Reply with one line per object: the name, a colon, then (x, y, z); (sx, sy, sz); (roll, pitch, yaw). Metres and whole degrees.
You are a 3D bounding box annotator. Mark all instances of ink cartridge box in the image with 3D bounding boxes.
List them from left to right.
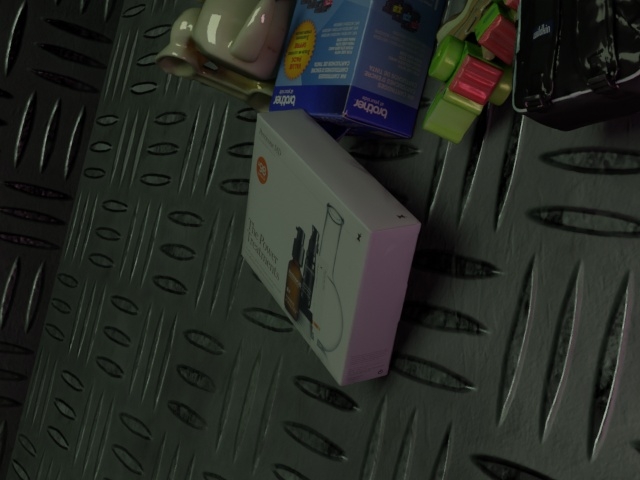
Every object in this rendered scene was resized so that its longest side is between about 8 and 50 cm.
ink cartridge box: (0.060, -0.324, 1.666); (0.270, 0.151, 0.396); (13, 90, 59)

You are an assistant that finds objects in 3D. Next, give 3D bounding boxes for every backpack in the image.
backpack: (0.344, -0.269, 1.143); (0.225, 0.191, 0.254); (-13, 73, 53)

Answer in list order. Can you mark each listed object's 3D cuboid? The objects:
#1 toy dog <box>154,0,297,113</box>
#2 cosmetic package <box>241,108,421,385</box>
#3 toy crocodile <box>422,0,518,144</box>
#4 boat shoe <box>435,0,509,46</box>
toy dog: (-0.125, -0.501, 1.870); (0.395, 0.284, 0.408); (118, 172, -81)
cosmetic package: (0.000, 0.000, 1.546); (0.377, 0.097, 0.285); (48, 137, 46)
toy crocodile: (0.247, -0.279, 1.348); (0.341, 0.115, 0.105); (-57, 11, 29)
boat shoe: (0.248, -0.329, 1.456); (0.190, 0.068, 0.072); (-47, 53, 53)
